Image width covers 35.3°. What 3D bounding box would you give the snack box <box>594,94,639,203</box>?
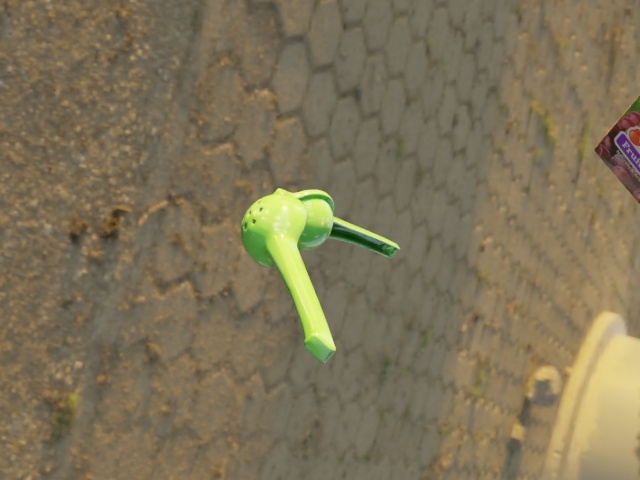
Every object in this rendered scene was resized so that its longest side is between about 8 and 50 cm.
[{"bbox_3d":[0.162,-0.007,0.314,0.037,0.141,0.100,-31,164,-23],"label":"snack box"}]

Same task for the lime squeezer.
[{"bbox_3d":[0.000,0.000,0.774,0.058,0.110,0.310,-64,174,15],"label":"lime squeezer"}]
